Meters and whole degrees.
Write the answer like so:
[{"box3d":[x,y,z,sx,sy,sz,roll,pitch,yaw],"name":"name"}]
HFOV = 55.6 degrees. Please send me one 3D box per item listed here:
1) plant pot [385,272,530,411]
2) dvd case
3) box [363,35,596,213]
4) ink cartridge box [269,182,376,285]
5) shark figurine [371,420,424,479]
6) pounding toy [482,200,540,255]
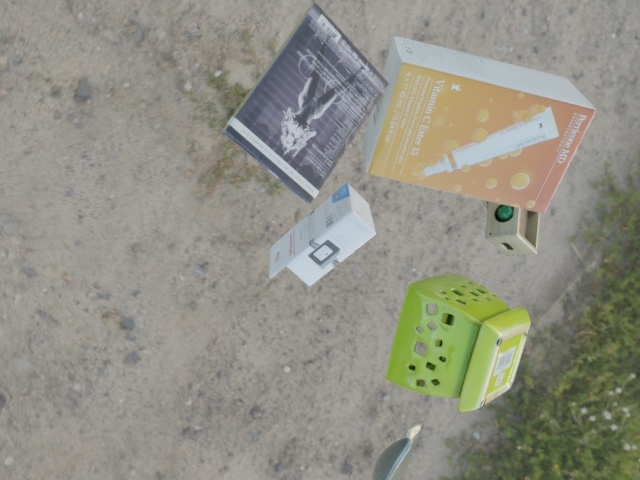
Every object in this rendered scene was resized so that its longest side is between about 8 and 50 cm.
[{"box3d":[0.298,0.214,1.273,0.228,0.207,0.227,-5,113,-49],"name":"plant pot"},{"box3d":[-0.013,-0.186,0.842,0.164,0.018,0.221,39,76,-31],"name":"dvd case"},{"box3d":[0.274,-0.212,1.115,0.346,0.168,0.215,12,123,-6],"name":"box"},{"box3d":[0.000,0.000,0.999,0.180,0.104,0.060,-39,115,19],"name":"ink cartridge box"},{"box3d":[0.104,0.233,0.307,0.116,0.278,0.166,21,100,-47],"name":"shark figurine"},{"box3d":[0.394,-0.052,1.300,0.141,0.100,0.130,30,63,-43],"name":"pounding toy"}]
